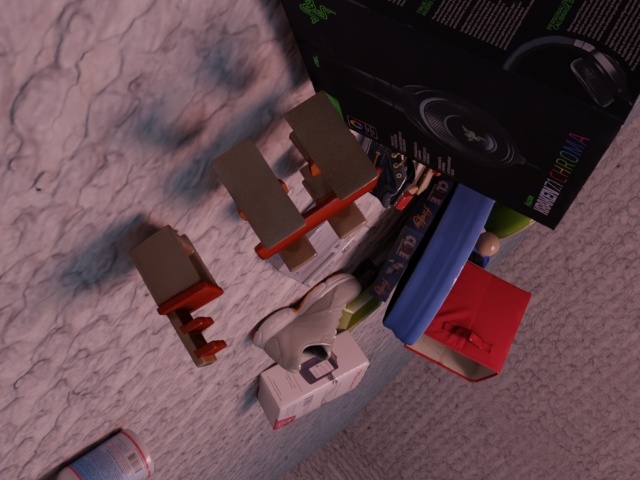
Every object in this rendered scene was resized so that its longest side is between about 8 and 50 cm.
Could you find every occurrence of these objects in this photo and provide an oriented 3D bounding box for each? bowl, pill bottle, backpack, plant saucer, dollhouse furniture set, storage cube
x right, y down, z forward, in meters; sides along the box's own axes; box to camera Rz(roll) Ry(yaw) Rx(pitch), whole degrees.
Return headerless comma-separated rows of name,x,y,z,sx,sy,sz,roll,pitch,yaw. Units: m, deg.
bowl,0.241,0.027,1.326,0.391,0.077,0.391,-61,174,-10
pill bottle,-0.344,0.368,0.985,0.160,0.087,0.087,-28,156,-39
backpack,0.491,0.029,2.035,0.101,0.097,0.120,-61,158,-18
plant saucer,0.095,0.150,1.521,0.188,0.045,0.188,-36,160,-25
dollhouse furniture set,-0.048,0.002,0.667,0.259,0.135,0.262,-33,173,-3
storage cube,0.318,0.177,1.404,0.193,0.183,0.215,-61,174,-19

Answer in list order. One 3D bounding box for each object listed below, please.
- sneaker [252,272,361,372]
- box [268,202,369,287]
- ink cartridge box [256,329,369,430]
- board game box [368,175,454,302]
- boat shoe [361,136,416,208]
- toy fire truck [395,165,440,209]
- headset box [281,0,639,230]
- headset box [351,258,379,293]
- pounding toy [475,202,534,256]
sneaker,-0.001,0.163,1.220,0.262,0.121,0.099,-31,159,-35
box,0.000,0.000,0.999,0.145,0.038,0.186,-46,163,2
ink cartridge box,-0.021,0.328,1.507,0.237,0.100,0.172,-23,155,-22
board game box,0.181,0.000,1.306,0.165,0.042,0.243,-54,171,-36
boat shoe,0.103,-0.126,0.870,0.065,0.083,0.183,-32,158,-33
toy fire truck,0.190,-0.121,1.126,0.135,0.047,0.192,-52,161,24
headset box,0.115,-0.158,0.536,0.131,0.283,0.246,-58,164,-8
headset box,0.093,0.077,1.378,0.062,0.032,0.083,-42,163,-7
pounding toy,0.394,-0.086,1.420,0.237,0.110,0.183,-44,-166,0
